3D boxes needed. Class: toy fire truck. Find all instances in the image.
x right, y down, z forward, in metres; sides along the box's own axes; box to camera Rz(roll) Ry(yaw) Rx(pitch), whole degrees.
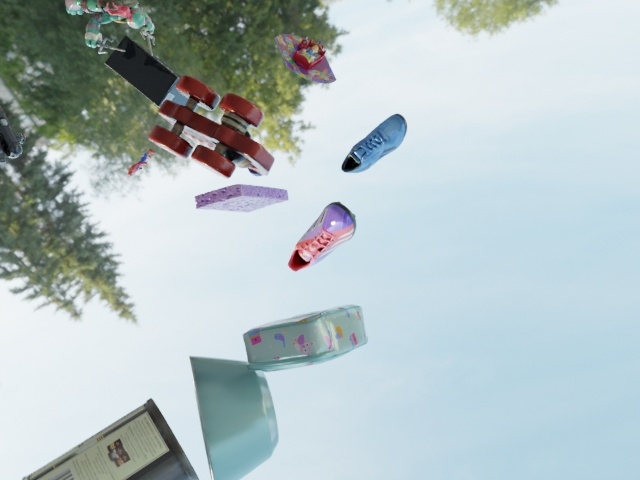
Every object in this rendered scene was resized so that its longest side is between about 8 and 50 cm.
[{"bbox_3d":[-0.231,-0.237,1.349,0.302,0.254,0.169,26,-93,20],"label":"toy fire truck"}]

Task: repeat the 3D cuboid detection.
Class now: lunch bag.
[{"bbox_3d":[-0.032,0.220,1.296,0.224,0.107,0.279,-16,173,27],"label":"lunch bag"}]

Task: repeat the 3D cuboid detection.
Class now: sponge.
[{"bbox_3d":[-0.166,-0.091,1.248,0.117,0.031,0.210,-14,175,23],"label":"sponge"}]

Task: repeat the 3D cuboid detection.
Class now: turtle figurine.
[{"bbox_3d":[-0.434,-0.482,1.226,0.234,0.118,0.175,38,-143,27],"label":"turtle figurine"}]

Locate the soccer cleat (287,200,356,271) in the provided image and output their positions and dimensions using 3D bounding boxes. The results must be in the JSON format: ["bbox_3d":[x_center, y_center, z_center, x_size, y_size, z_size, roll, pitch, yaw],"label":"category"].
[{"bbox_3d":[0.000,0.000,1.567,0.116,0.108,0.318,-43,179,-30],"label":"soccer cleat"}]

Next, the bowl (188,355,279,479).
[{"bbox_3d":[-0.196,0.401,1.319,0.163,0.311,0.311,-11,-149,-15],"label":"bowl"}]

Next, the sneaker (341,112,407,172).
[{"bbox_3d":[0.125,-0.224,1.377,0.082,0.069,0.209,-29,173,-43],"label":"sneaker"}]

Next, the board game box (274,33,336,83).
[{"bbox_3d":[-0.027,-0.425,1.298,0.033,0.133,0.168,-53,-134,40],"label":"board game box"}]

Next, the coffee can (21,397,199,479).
[{"bbox_3d":[-0.414,0.478,1.149,0.276,0.201,0.202,-30,-148,-22],"label":"coffee can"}]

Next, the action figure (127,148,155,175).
[{"bbox_3d":[-0.490,-0.208,1.557,0.038,0.030,0.115,-28,-159,37],"label":"action figure"}]

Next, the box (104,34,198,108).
[{"bbox_3d":[-0.454,-0.447,1.608,0.103,0.184,0.261,-54,179,5],"label":"box"}]

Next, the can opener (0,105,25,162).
[{"bbox_3d":[-0.634,-0.236,1.116,0.059,0.186,0.073,-36,166,37],"label":"can opener"}]
